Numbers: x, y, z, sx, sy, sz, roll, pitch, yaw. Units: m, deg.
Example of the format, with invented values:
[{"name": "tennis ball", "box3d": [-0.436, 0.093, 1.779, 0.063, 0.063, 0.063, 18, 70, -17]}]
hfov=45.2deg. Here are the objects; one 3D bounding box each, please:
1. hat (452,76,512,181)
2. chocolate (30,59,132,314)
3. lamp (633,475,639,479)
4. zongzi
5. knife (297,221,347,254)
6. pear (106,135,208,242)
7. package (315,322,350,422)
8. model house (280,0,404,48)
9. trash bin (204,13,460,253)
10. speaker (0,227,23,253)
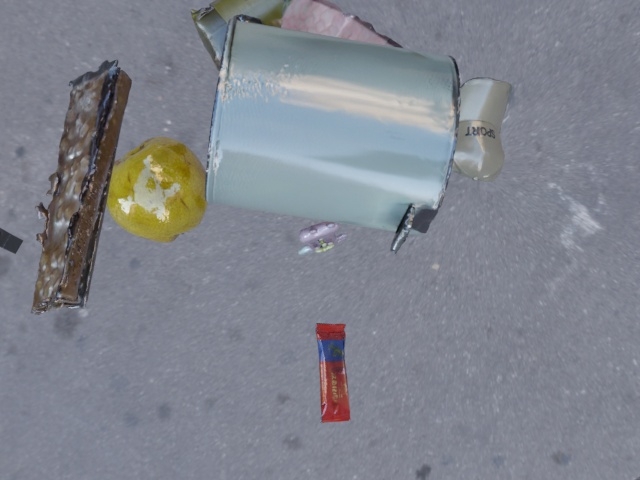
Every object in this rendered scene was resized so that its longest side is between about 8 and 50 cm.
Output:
[{"name": "hat", "box3d": [0.278, -0.193, 1.328, 0.147, 0.085, 0.175, 3, 124, -20]}, {"name": "chocolate", "box3d": [-0.295, -0.066, 0.956, 0.102, 0.065, 0.329, -10, 65, 38]}, {"name": "lamp", "box3d": [0.171, 0.288, 0.359, 0.247, 0.247, 0.301, 25, 113, -16]}, {"name": "zongzi", "box3d": [-0.114, -0.483, 1.710, 0.289, 0.317, 0.154, -29, 89, 4]}, {"name": "knife", "box3d": [0.000, 0.001, 1.774, 0.132, 0.398, 0.038, -21, 83, 1]}, {"name": "pear", "box3d": [-0.322, -0.096, 1.537, 0.209, 0.209, 0.209, 1, 95, 11]}, {"name": "package", "box3d": [0.026, 0.269, 1.571, 0.022, 0.083, 0.200, -14, 75, 45]}, {"name": "model house", "box3d": [0.016, -0.300, 1.448, 0.202, 0.237, 0.237, 34, 101, 40]}, {"name": "trash bin", "box3d": [0.008, -0.131, 0.905, 0.262, 0.217, 0.277, 7, 62, -6]}, {"name": "speaker", "box3d": [-0.810, -0.021, 1.890, 0.191, 0.046, 0.040, 22, 78, 32]}]
